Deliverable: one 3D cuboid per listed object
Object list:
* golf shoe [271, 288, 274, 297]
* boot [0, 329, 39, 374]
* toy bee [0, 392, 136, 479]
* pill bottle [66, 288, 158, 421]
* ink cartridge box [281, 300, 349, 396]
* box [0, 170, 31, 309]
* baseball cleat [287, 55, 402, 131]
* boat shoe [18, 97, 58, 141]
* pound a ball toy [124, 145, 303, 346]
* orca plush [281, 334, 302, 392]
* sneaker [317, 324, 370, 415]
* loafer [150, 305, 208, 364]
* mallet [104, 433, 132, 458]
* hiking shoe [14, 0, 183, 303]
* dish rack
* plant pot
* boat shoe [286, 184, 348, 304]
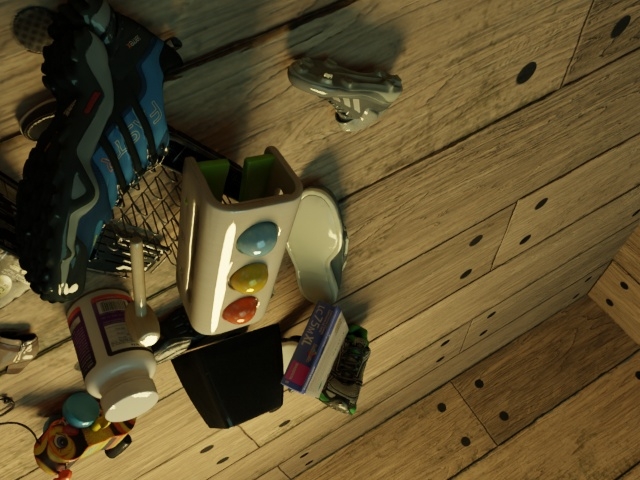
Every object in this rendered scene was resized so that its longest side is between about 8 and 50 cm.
[{"bbox_3d":[-0.160,0.080,0.921,0.176,0.086,0.069,-4,139,-38],"label":"golf shoe"},{"bbox_3d":[-0.507,0.177,0.775,0.118,0.042,0.087,4,126,-47],"label":"boot"},{"bbox_3d":[-0.488,0.396,0.967,0.298,0.162,0.195,-4,139,-40],"label":"toy bee"},{"bbox_3d":[-0.328,0.182,0.795,0.108,0.193,0.108,-24,147,-17],"label":"pill bottle"},{"bbox_3d":[-0.006,0.242,1.084,0.311,0.065,0.186,76,38,-72],"label":"ink cartridge box"},{"bbox_3d":[-0.382,-0.030,0.505,0.077,0.147,0.180,-34,149,-1],"label":"box"},{"bbox_3d":[0.031,-0.206,0.731,0.206,0.072,0.109,-4,144,-35],"label":"baseball cleat"},{"bbox_3d":[-0.273,-0.137,0.566,0.125,0.038,0.046,-21,146,-21],"label":"boat shoe"},{"bbox_3d":[-0.156,0.040,0.689,0.208,0.136,0.319,-14,145,-30],"label":"pound a ball toy"},{"bbox_3d":[-0.110,0.324,1.283,0.287,0.151,0.102,-61,172,29],"label":"orca plush"},{"bbox_3d":[0.061,0.330,1.332,0.146,0.134,0.343,-61,-176,18],"label":"sneaker"},{"bbox_3d":[-0.282,0.183,0.965,0.223,0.076,0.078,-28,164,-15],"label":"loafer"},{"bbox_3d":[-0.535,0.479,1.158,0.062,0.039,0.189,-46,143,12],"label":"mallet"},{"bbox_3d":[-0.214,-0.083,0.507,0.132,0.113,0.304,11,92,-48],"label":"hiking shoe"},{"bbox_3d":[-0.239,-0.035,0.704,0.271,0.074,0.208,-43,147,14],"label":"dish rack"},{"bbox_3d":[-0.178,0.287,1.036,0.187,0.167,0.188,-14,170,-34],"label":"plant pot"},{"bbox_3d":[0.000,0.000,0.985,0.319,0.116,0.099,86,21,-47],"label":"boat shoe"}]
